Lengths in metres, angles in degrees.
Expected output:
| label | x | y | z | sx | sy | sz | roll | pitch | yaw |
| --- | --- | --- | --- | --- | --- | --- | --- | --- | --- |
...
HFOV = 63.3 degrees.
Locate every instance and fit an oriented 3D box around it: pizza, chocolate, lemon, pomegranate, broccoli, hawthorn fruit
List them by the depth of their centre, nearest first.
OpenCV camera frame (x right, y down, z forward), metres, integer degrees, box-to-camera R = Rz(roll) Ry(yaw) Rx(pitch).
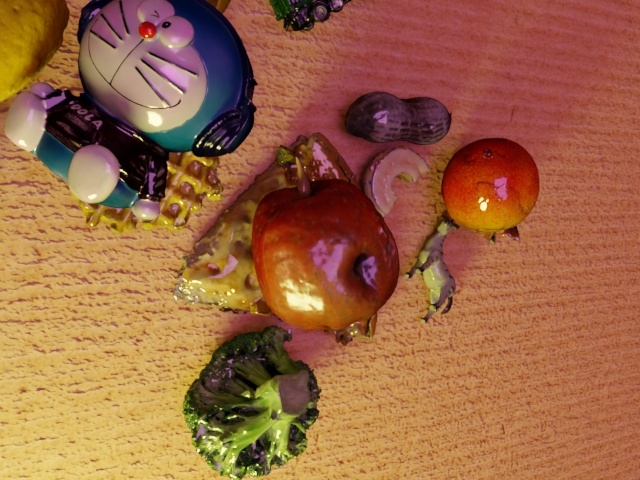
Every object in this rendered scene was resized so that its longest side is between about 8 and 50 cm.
| label | x | y | z | sx | sy | sz | roll | pitch | yaw |
| --- | --- | --- | --- | --- | --- | --- | --- | --- | --- |
| lemon | -0.482 | -0.307 | 0.680 | 0.260 | 0.260 | 0.284 | 20 | 96 | -26 |
| hawthorn fruit | 0.005 | 0.022 | 0.879 | 0.258 | 0.258 | 0.262 | -17 | 76 | -23 |
| broccoli | -0.114 | 0.298 | 0.952 | 0.269 | 0.241 | 0.262 | -10 | 80 | -45 |
| pizza | -0.027 | -0.011 | 1.028 | 0.434 | 0.080 | 0.392 | 18 | 89 | -28 |
| chocolate | 0.164 | -0.252 | 1.072 | 0.247 | 0.110 | 0.110 | -7 | 100 | -30 |
| pomegranate | 0.373 | -0.108 | 1.134 | 0.210 | 0.210 | 0.235 | -32 | 109 | -18 |

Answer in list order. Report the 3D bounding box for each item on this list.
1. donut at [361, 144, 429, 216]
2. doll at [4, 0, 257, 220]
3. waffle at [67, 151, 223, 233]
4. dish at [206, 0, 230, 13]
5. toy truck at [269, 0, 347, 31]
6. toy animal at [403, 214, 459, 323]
| label | x | y | z | sx | sy | sz | roll | pitch | yaw |
| --- | --- | --- | --- | --- | --- | --- | --- | --- | --- |
| donut | 0.144 | -0.138 | 1.099 | 0.166 | 0.065 | 0.108 | -43 | 111 | -14 |
| doll | -0.243 | -0.205 | 0.733 | 0.284 | 0.240 | 0.310 | 36 | 91 | 2 |
| waffle | -0.297 | -0.143 | 0.861 | 0.290 | 0.051 | 0.292 | -3 | 96 | -27 |
| dish | -0.199 | -0.450 | 0.873 | 0.080 | 0.148 | 0.208 | -25 | 102 | -59 |
| toy truck | 0.027 | -0.498 | 0.986 | 0.259 | 0.088 | 0.121 | -34 | 110 | -16 |
| toy animal | 0.268 | 0.064 | 1.184 | 0.176 | 0.073 | 0.217 | -35 | 115 | -33 |
